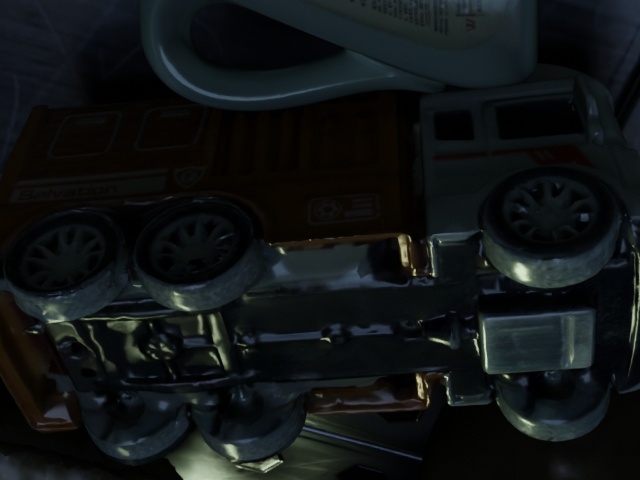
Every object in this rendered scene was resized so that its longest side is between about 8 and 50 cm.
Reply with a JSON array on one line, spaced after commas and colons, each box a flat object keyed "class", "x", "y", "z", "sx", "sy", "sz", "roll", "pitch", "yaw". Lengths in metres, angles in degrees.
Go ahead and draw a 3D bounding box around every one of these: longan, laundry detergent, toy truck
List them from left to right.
[{"class": "laundry detergent", "x": -0.026, "y": -0.172, "z": 0.570, "sx": 0.280, "sy": 0.105, "sz": 0.215, "roll": -2, "pitch": 117, "yaw": 9}, {"class": "toy truck", "x": 0.000, "y": 0.000, "z": 0.650, "sx": 0.387, "sy": 0.207, "sz": 0.173, "roll": -4, "pitch": 136, "yaw": 7}, {"class": "longan", "x": 0.186, "y": 0.179, "z": 0.736, "sx": 0.258, "sy": 0.258, "sz": 0.258, "roll": 5, "pitch": 129, "yaw": 6}]

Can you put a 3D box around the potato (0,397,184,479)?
[{"class": "potato", "x": -0.310, "y": 0.290, "z": 0.857, "sx": 0.442, "sy": 0.319, "sz": 0.385, "roll": 1, "pitch": 98, "yaw": -19}]
